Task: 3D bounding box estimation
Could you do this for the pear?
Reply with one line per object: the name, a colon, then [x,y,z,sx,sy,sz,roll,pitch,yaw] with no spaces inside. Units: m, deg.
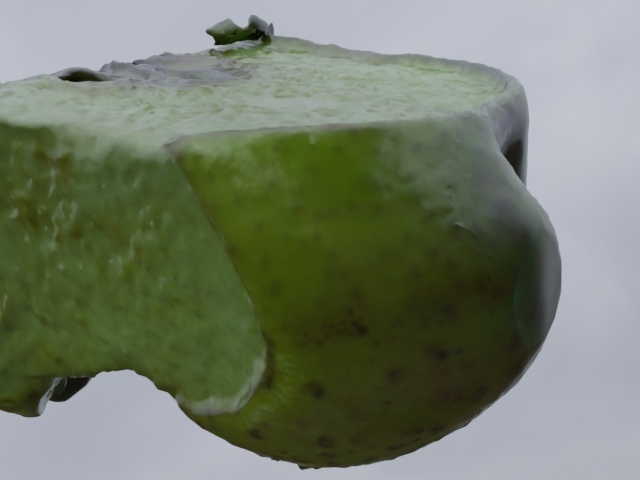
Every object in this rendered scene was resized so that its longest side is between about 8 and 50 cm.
pear: [0.000,0.000,0.701,0.255,0.164,0.238,9,19,36]
